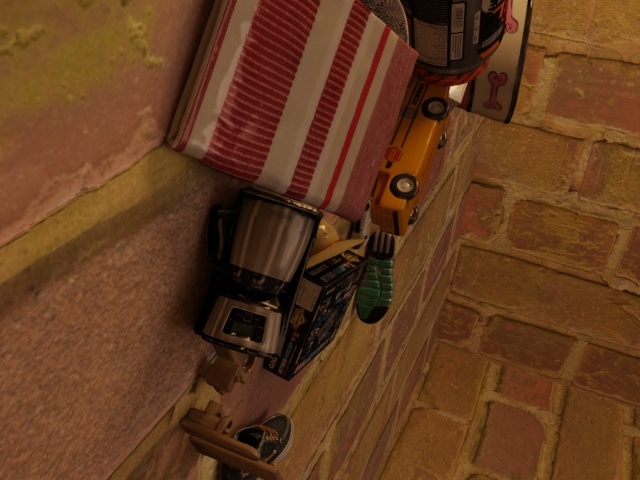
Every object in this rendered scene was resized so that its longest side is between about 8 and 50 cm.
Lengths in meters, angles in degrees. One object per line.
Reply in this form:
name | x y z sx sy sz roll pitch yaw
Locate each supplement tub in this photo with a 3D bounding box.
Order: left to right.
supplement tub | 0.223 -0.421 1.110 0.316 0.193 0.193 70 40 -63

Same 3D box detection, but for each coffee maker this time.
coffee maker | -0.066 0.041 0.767 0.171 0.120 0.178 28 80 -73

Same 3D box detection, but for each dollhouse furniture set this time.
dollhouse furniture set | -0.085 0.205 0.848 0.144 0.123 0.151 82 30 -54

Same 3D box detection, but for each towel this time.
towel | -0.013 -0.165 0.731 0.329 0.037 0.237 17 92 -53

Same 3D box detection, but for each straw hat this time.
straw hat | 0.000 0.000 1.016 0.061 0.144 0.144 64 22 1

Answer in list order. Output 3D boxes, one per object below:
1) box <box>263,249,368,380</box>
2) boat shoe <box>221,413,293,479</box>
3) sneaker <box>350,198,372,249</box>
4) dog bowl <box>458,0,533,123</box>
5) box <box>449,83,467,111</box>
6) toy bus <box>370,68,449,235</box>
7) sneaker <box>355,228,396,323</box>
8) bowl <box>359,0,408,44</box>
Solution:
box | -0.002 0.117 1.100 0.220 0.051 0.175 -26 140 -67
boat shoe | -0.091 0.315 1.026 0.183 0.065 0.083 -44 147 -56
sneaker | 0.079 -0.035 1.292 0.044 0.040 0.109 42 61 -53
dog bowl | 0.425 -0.502 1.630 0.408 0.150 0.408 6 90 -80
box | 0.283 -0.344 1.490 0.145 0.038 0.186 -69 -169 -15
toy bus | 0.158 -0.179 1.235 0.108 0.130 0.333 74 36 -62
sneaker | 0.140 0.080 1.504 0.098 0.083 0.224 -30 134 -72
bowl | 0.038 -0.247 0.858 0.170 0.080 0.170 -26 125 -44
